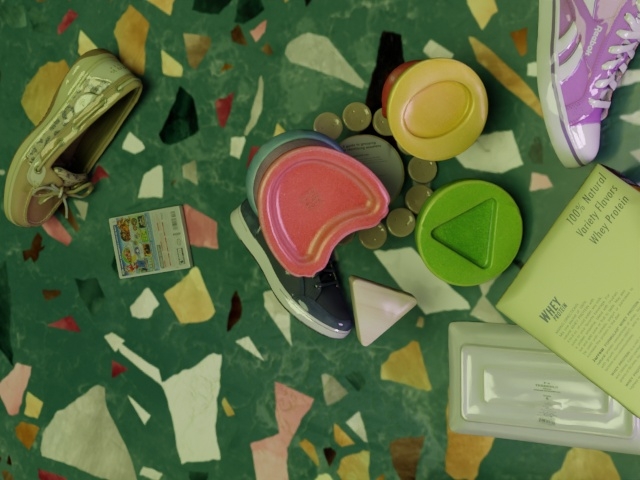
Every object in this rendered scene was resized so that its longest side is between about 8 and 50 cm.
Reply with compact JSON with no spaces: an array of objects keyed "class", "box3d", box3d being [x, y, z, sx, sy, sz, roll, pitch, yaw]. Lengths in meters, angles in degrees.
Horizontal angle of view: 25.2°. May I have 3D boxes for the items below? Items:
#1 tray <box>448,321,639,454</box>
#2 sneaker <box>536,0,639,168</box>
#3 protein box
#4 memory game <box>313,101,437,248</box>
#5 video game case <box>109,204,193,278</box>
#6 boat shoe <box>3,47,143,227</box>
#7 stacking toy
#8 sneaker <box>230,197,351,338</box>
[{"class":"tray","box3d":[0.275,0.178,1.720,0.270,0.030,0.145,3,99,28]},{"class":"sneaker","box3d":[0.330,-0.222,1.602,0.161,0.102,0.282,1,96,25]},{"class":"protein box","box3d":[0.344,0.055,1.589,0.201,0.136,0.199,38,102,19]},{"class":"memory game","box3d":[0.053,-0.080,1.762,0.186,0.012,0.186,0,85,-4]},{"class":"video game case","box3d":[-0.236,0.003,1.985,0.122,0.011,0.087,-9,92,29]},{"class":"boat shoe","box3d":[-0.345,-0.126,1.975,0.089,0.105,0.285,39,112,22]},{"class":"stacking toy","box3d":[0.079,-0.054,1.725,0.309,0.130,0.279,-31,110,-3]},{"class":"sneaker","box3d":[-0.001,0.000,1.815,0.163,0.086,0.226,-45,74,28]}]
